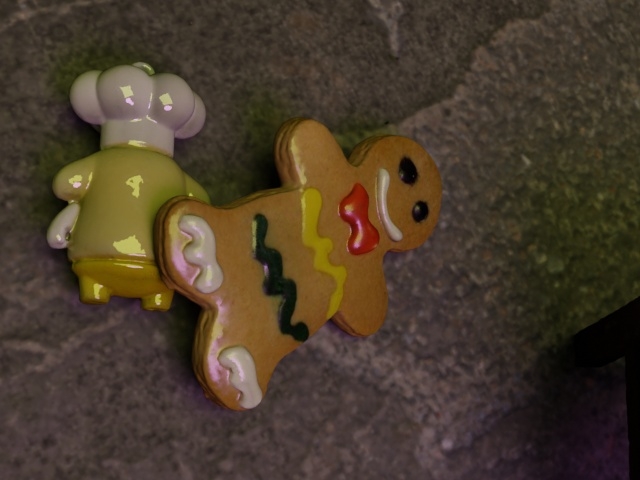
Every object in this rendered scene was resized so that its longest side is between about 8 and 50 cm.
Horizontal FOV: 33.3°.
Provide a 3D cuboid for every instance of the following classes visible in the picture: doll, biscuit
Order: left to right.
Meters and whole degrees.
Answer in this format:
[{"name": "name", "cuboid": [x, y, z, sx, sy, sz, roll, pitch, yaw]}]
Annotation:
[{"name": "doll", "cuboid": [-0.117, -0.037, 0.676, 0.106, 0.062, 0.162, 10, 74, -29]}, {"name": "biscuit", "cuboid": [0.001, 0.000, 0.701, 0.240, 0.035, 0.158, -33, 112, -35]}]

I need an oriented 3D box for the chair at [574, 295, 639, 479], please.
[{"name": "chair", "cuboid": [0.300, 0.105, 0.579, 0.241, 0.416, 0.203, 3, 75, 3]}]
